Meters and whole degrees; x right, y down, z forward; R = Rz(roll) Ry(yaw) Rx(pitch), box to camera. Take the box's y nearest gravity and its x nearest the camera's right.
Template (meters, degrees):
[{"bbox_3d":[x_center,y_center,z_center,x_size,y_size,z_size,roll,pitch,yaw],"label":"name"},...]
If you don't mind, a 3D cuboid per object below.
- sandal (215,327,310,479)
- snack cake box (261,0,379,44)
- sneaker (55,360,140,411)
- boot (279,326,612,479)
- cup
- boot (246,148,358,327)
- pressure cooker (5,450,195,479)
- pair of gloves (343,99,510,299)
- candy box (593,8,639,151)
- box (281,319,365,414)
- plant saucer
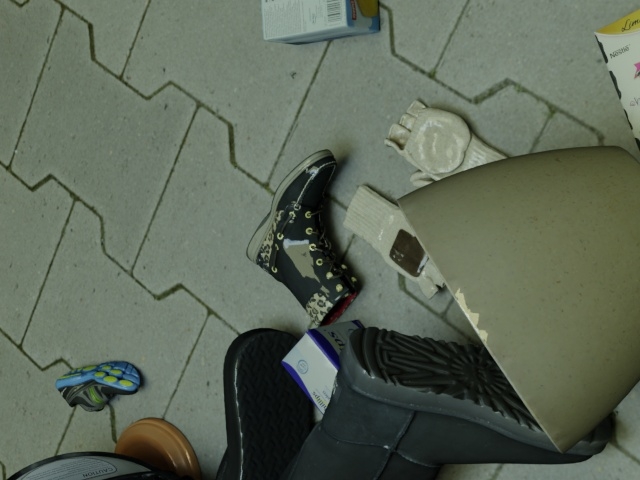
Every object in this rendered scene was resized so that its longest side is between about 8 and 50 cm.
[{"bbox_3d":[-0.092,0.357,1.657,0.107,0.168,0.445,1,87,60],"label":"sandal"},{"bbox_3d":[-0.007,-0.425,1.548,0.152,0.089,0.264,-1,93,37],"label":"snack cake box"},{"bbox_3d":[-0.385,0.262,1.895,0.188,0.067,0.078,-10,109,33],"label":"sneaker"},{"bbox_3d":[0.133,0.341,1.459,0.367,0.146,0.445,18,122,-6],"label":"boot"},{"bbox_3d":[0.270,0.029,1.178,0.237,0.331,0.331,-34,73,6],"label":"cup"},{"bbox_3d":[0.001,0.000,1.579,0.178,0.085,0.236,48,129,20],"label":"boot"},{"bbox_3d":[-0.356,0.536,1.664,0.376,0.370,0.420,16,124,10],"label":"pressure cooker"},{"bbox_3d":[0.146,-0.063,1.501,0.204,0.042,0.240,41,115,25],"label":"pair of gloves"},{"bbox_3d":[0.443,-0.174,1.266,0.159,0.071,0.233,-25,79,34],"label":"candy box"},{"bbox_3d":[0.037,0.188,1.540,0.126,0.137,0.072,49,118,21],"label":"box"},{"bbox_3d":[-0.291,0.407,1.849,0.200,0.037,0.199,3,96,34],"label":"plant saucer"}]
